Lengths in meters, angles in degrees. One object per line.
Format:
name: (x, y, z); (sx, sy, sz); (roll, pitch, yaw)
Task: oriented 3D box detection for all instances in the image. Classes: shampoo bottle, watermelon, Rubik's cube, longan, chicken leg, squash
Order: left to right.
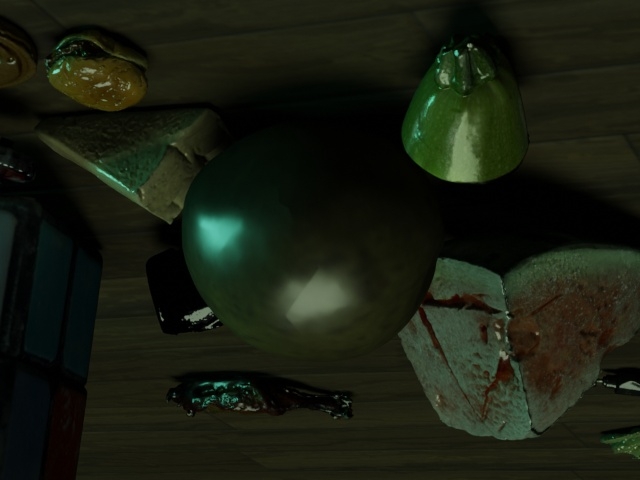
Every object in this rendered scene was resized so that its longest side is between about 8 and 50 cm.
Rubik's cube: (-0.413, 0.116, 1.664); (0.313, 0.316, 0.318); (6, 170, 5)
chicken leg: (-0.082, 0.214, 2.226); (0.253, 0.051, 0.106); (3, 164, 6)
longan: (0.000, 0.000, 1.450); (0.246, 0.215, 0.246); (8, -173, -1)
squash: (0.116, -0.123, 1.286); (0.105, 0.105, 0.132); (5, 140, 4)
watermelon: (0.204, 0.087, 1.596); (0.262, 0.201, 0.213); (-2, 180, -35)
shampoo bottle: (0.393, 0.176, 2.015); (0.137, 0.027, 0.048); (6, 156, 2)

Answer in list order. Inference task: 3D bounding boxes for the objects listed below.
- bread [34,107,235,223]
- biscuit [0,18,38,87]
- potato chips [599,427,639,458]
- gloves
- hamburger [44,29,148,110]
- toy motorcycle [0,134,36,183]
bread: (-0.168, -0.095, 1.505); (0.152, 0.105, 0.077); (32, 171, 28)
biscuit: (-0.319, -0.163, 1.370); (0.175, 0.026, 0.124); (18, 155, -27)
potato chips: (0.471, 0.265, 2.216); (0.092, 0.028, 0.207); (23, 152, -32)
gloves: (-0.071, 0.048, 1.719); (0.203, 0.124, 0.164); (-13, -177, -8)
hamburger: (-0.184, -0.138, 1.371); (0.083, 0.044, 0.076); (22, 155, -40)
toy motorcycle: (-0.362, -0.091, 1.490); (0.215, 0.080, 0.122); (8, 167, 24)
